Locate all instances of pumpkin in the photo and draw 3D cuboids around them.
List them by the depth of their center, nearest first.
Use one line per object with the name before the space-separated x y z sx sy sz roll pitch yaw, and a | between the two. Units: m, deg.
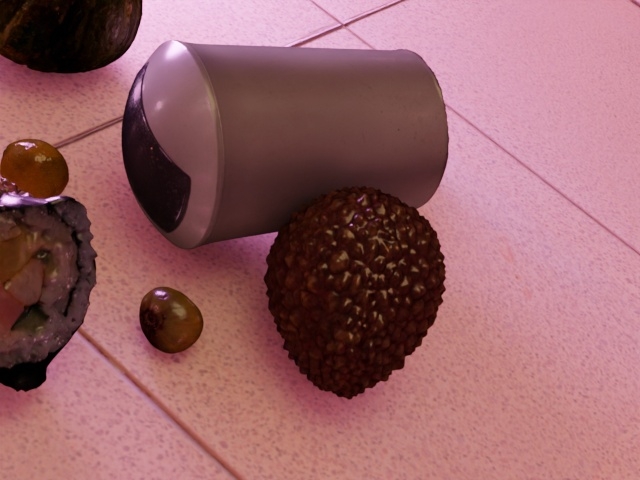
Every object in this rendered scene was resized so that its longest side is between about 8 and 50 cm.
pumpkin | -0.425 -0.394 1.711 0.320 0.192 0.320 30 30 -20

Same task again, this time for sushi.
sushi | -0.391 0.036 1.274 0.219 0.225 0.238 13 -9 26

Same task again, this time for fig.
fig | -0.181 0.102 1.430 0.084 0.082 0.098 13 5 40

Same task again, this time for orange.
orange | -0.386 -0.096 1.511 0.095 0.085 0.085 40 39 10

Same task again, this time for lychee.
lychee | 0.041 0.075 1.467 0.271 0.271 0.271 17 40 -15

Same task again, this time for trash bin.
trash bin | -0.063 -0.143 1.575 0.432 0.280 0.280 -7 50 -28
